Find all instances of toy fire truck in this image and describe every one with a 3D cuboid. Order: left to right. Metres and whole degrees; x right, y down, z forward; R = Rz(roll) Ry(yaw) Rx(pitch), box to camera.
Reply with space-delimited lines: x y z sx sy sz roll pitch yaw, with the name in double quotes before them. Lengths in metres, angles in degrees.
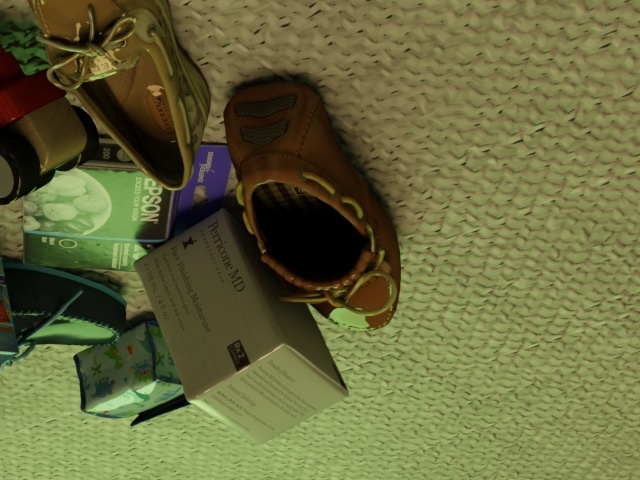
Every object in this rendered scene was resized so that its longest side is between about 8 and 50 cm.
"toy fire truck" -0.353 -0.127 1.359 0.217 0.246 0.158 -25 -173 36

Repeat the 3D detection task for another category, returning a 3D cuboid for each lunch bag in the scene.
"lunch bag" -0.202 0.166 1.888 0.129 0.096 0.151 -23 158 28

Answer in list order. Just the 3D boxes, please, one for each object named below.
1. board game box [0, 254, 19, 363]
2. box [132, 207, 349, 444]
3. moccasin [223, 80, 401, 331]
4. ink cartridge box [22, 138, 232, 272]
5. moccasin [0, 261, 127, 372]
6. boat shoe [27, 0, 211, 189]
"board game box" -0.405 0.051 1.587 0.035 0.136 0.201 -29 154 32
"box" -0.082 0.093 1.631 0.119 0.181 0.182 -31 149 9
"moccasin" 0.003 0.000 1.546 0.139 0.147 0.380 -6 149 8
"ink cartridge box" -0.200 -0.034 1.587 0.208 0.045 0.206 2 150 -9
"moccasin" -0.389 0.095 1.729 0.342 0.116 0.137 6 149 -12
"boat shoe" -0.169 -0.149 1.343 0.105 0.089 0.285 -12 148 19
